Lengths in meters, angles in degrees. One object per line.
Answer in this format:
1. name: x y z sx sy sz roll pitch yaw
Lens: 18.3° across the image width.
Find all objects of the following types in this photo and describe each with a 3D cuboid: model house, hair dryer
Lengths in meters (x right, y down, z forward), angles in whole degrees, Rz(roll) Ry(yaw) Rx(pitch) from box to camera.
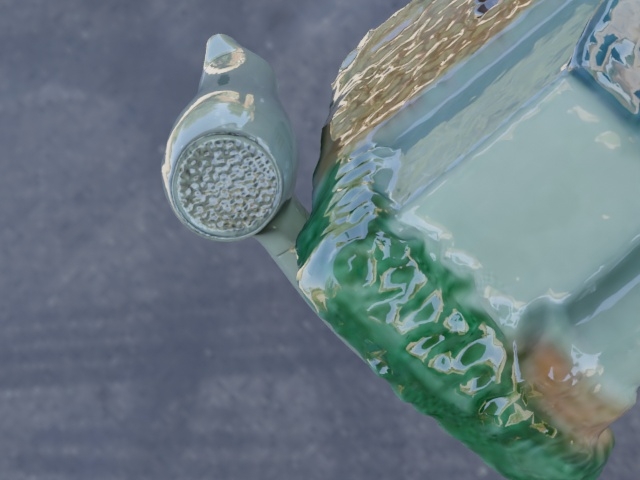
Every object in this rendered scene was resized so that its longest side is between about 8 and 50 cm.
1. model house: 0.168 -0.073 0.978 0.325 0.194 0.267 -43 16 25
2. hair dryer: 0.000 0.000 1.147 0.075 0.237 0.206 -33 16 12
